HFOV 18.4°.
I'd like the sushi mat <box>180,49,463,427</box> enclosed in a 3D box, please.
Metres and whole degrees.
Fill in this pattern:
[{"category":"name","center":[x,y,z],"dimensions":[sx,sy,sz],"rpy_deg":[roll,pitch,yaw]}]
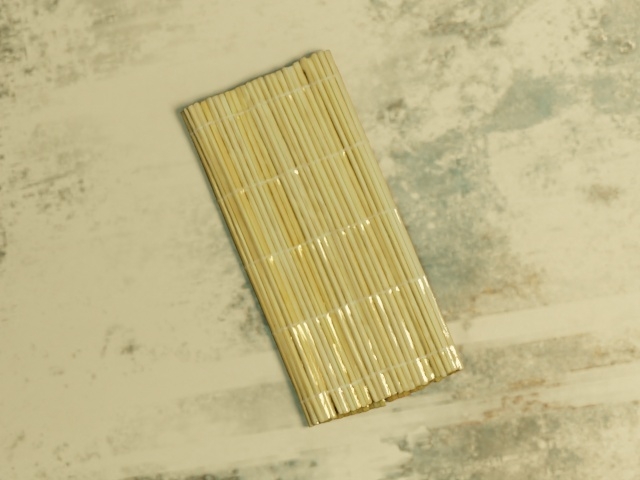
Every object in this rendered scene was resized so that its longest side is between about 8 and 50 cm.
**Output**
[{"category":"sushi mat","center":[0.000,0.000,1.759],"dimensions":[0.151,0.019,0.316],"rpy_deg":[-23,86,9]}]
